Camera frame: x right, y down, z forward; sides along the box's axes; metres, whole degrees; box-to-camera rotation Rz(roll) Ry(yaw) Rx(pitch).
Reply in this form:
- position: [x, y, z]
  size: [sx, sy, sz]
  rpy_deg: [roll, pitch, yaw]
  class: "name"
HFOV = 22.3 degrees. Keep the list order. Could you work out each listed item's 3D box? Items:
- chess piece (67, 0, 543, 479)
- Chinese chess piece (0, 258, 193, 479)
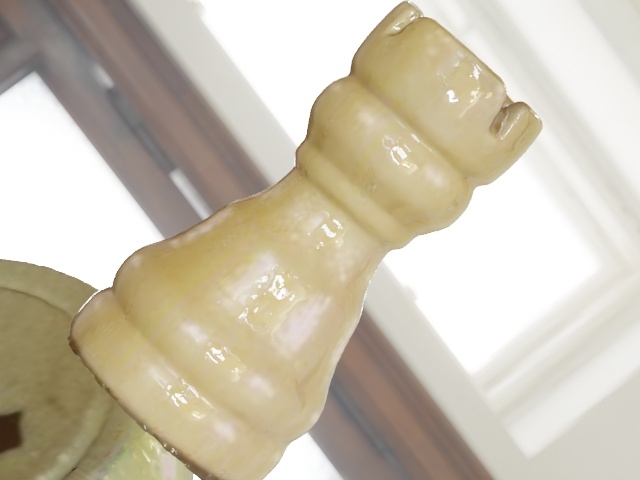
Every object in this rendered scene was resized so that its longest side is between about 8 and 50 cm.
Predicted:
- position: [0.000, 0.000, 0.416]
  size: [0.122, 0.066, 0.066]
  rpy_deg: [-46, -175, 6]
  class: "chess piece"
- position: [-0.171, 0.099, 0.689]
  size: [0.238, 0.092, 0.237]
  rpy_deg: [-4, -144, 3]
  class: "Chinese chess piece"
